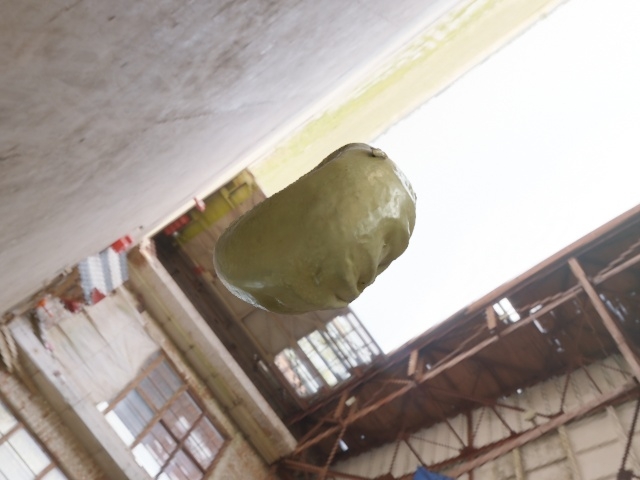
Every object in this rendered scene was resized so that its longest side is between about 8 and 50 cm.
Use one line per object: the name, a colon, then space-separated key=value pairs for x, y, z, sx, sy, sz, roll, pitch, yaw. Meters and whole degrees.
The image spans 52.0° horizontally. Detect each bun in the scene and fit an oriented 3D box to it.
bun: x=0.000 y=0.000 z=0.759 sx=0.259 sy=0.159 sz=0.259 roll=-31 pitch=-174 yaw=4
